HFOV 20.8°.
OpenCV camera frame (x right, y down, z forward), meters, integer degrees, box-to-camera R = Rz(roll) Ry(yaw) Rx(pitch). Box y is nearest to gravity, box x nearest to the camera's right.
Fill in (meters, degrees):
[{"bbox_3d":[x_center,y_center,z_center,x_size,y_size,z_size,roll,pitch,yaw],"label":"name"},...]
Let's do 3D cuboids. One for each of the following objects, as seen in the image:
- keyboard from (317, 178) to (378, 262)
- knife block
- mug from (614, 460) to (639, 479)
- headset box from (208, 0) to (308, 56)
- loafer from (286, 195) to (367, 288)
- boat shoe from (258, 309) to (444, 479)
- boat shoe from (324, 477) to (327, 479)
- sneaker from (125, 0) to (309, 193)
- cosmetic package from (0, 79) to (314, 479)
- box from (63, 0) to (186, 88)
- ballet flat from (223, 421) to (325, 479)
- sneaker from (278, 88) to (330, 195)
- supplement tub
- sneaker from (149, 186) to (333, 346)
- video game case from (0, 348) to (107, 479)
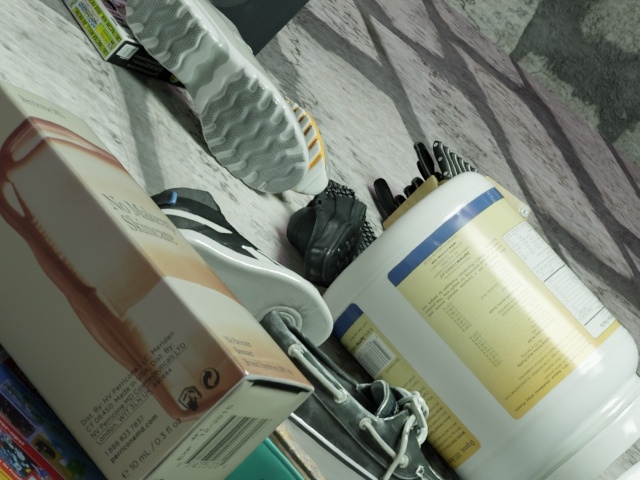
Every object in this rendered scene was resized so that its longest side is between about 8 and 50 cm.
[{"bbox_3d":[0.049,-0.009,2.098,0.108,0.023,0.180,32,23,-38],"label":"keyboard"},{"bbox_3d":[0.136,0.003,2.205,0.088,0.242,0.275,34,66,-32],"label":"knife block"},{"bbox_3d":[0.453,0.379,1.794,0.328,0.276,0.374,57,33,1],"label":"mug"},{"bbox_3d":[-0.106,-0.392,2.154,0.246,0.283,0.131,35,20,-33],"label":"headset box"},{"bbox_3d":[0.000,0.000,1.897,0.078,0.076,0.223,9,16,5],"label":"loafer"},{"bbox_3d":[0.047,0.170,1.534,0.306,0.105,0.113,38,5,-16],"label":"boat shoe"},{"bbox_3d":[-0.012,0.211,1.426,0.050,0.045,0.135,17,33,-57],"label":"boat shoe"},{"bbox_3d":[-0.096,-0.184,1.939,0.281,0.105,0.115,57,24,-11],"label":"sneaker"},{"bbox_3d":[-0.159,0.039,1.272,0.296,0.129,0.153,47,9,18],"label":"cosmetic package"},{"bbox_3d":[-0.201,-0.235,1.995,0.114,0.036,0.207,54,19,24],"label":"box"},{"bbox_3d":[-0.085,0.139,1.369,0.316,0.107,0.106,58,0,19],"label":"ballet flat"},{"bbox_3d":[-0.041,-0.125,2.042,0.083,0.084,0.215,36,15,-49],"label":"sneaker"},{"bbox_3d":[0.178,0.113,1.780,0.316,0.228,0.228,49,18,7],"label":"supplement tub"},{"bbox_3d":[-0.080,0.015,1.647,0.217,0.079,0.121,32,24,-34],"label":"sneaker"},{"bbox_3d":[-0.186,0.186,1.116,0.204,0.025,0.285,45,18,-2],"label":"video game case"}]
